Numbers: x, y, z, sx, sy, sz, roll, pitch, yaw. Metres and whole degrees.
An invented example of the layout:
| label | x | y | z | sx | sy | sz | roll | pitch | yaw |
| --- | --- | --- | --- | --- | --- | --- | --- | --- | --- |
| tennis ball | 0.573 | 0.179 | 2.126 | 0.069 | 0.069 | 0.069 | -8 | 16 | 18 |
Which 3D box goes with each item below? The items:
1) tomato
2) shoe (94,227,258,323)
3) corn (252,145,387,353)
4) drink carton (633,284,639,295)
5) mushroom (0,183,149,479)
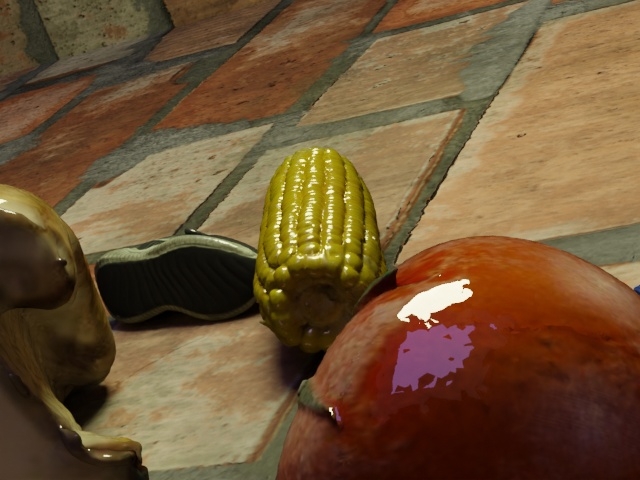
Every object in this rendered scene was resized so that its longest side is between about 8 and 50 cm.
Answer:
| label | x | y | z | sx | sy | sz | roll | pitch | yaw |
| --- | --- | --- | --- | --- | --- | --- | --- | --- | --- |
| tomato | 0.099 | 0.134 | 0.747 | 0.264 | 0.265 | 0.265 | -18 | 20 | 7 |
| shoe | -0.139 | 0.028 | 1.469 | 0.227 | 0.099 | 0.112 | -8 | 16 | 32 |
| corn | 0.000 | 0.000 | 1.347 | 0.131 | 0.131 | 0.344 | -18 | 20 | 7 |
| drink carton | 0.319 | 0.078 | 0.783 | 0.106 | 0.131 | 0.315 | -28 | 12 | -11 |
| mushroom | -0.301 | 0.091 | 1.202 | 0.224 | 0.314 | 0.397 | -20 | 15 | -7 |
